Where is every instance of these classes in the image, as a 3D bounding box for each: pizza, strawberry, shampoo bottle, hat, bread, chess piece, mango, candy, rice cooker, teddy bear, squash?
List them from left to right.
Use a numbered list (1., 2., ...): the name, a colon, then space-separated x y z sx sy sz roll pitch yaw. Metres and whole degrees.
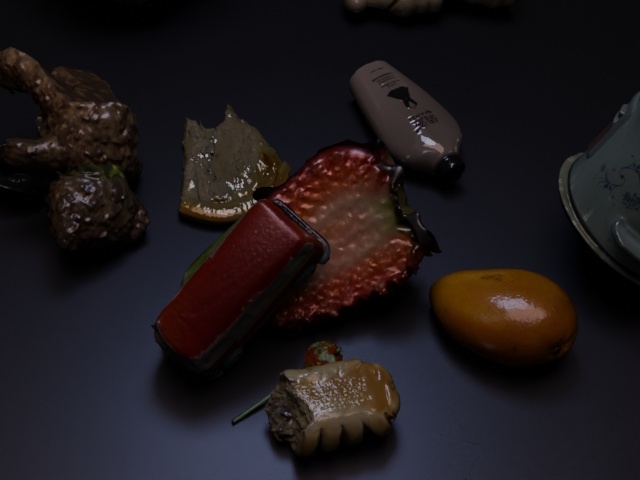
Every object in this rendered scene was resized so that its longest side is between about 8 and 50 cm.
1. hat: -0.467 -0.101 1.966 0.121 0.050 0.121 11 46 -11
2. teddy bear: -0.372 -0.131 1.927 0.296 0.222 0.246 32 14 35
3. pizza: -0.142 -0.128 2.022 0.181 0.034 0.262 -6 50 -7
4. squash: -0.117 0.009 1.884 0.069 0.069 0.239 31 55 21
5. candy: -0.046 0.196 1.756 0.185 0.049 0.055 -33 29 -20
6. strawberry: 0.000 0.000 1.854 0.306 0.138 0.233 -27 83 3
7. bread: 0.017 0.222 1.701 0.177 0.084 0.119 -9 52 -12
8. shampoo bottle: 0.145 -0.186 2.059 0.127 0.078 0.257 -23 56 -22
9. chess piece: 0.187 -0.459 2.282 0.307 0.124 0.138 -9 82 -7
10. mango: 0.252 0.103 1.807 0.219 0.112 0.145 15 50 24
11. rice cooker: 0.496 -0.074 1.852 0.264 0.316 0.316 37 54 -2

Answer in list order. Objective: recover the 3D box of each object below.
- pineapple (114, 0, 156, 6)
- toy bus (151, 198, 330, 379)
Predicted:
1. pineapple: -0.332 -0.583 2.195 0.352 0.352 0.300 38 82 26
2. toy bus: -0.116 0.066 1.735 0.121 0.120 0.265 42 91 13
